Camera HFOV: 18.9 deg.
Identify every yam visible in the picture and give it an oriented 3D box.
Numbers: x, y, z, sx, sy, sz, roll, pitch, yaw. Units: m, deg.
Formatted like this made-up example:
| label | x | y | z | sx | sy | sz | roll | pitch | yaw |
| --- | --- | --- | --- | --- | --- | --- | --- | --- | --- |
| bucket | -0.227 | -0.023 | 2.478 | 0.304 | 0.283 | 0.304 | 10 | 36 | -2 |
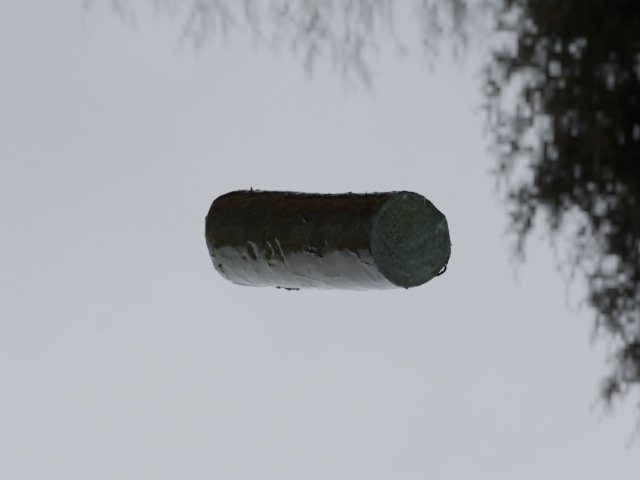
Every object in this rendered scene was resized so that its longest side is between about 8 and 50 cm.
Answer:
| label | x | y | z | sx | sy | sz | roll | pitch | yaw |
| --- | --- | --- | --- | --- | --- | --- | --- | --- | --- |
| yam | 0.000 | 0.000 | 0.947 | 0.132 | 0.054 | 0.054 | 0 | -147 | 46 |
